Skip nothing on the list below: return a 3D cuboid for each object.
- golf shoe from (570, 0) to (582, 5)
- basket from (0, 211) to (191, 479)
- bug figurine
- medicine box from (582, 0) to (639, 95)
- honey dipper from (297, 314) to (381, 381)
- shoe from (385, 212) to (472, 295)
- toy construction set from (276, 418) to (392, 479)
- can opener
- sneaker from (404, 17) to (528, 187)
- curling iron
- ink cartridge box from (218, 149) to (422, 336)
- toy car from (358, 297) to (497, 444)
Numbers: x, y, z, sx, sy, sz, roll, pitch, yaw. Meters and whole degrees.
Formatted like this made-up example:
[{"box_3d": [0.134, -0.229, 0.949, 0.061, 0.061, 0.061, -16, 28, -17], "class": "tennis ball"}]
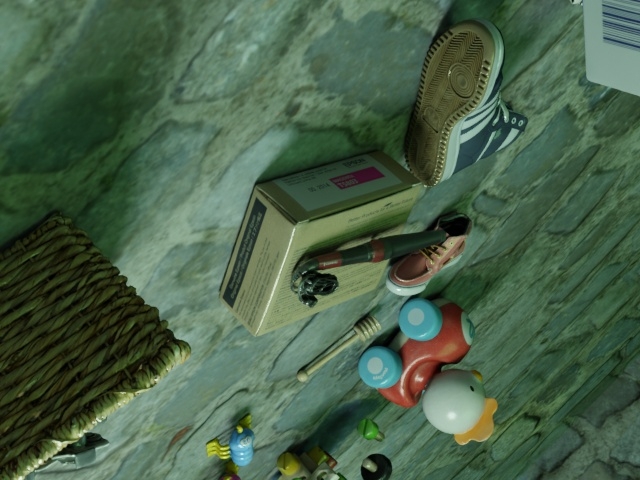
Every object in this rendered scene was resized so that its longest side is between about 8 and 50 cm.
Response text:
[{"box_3d": [0.373, -0.353, 1.476, 0.086, 0.067, 0.186, -45, 144, 7], "class": "golf shoe"}, {"box_3d": [-0.287, 0.167, 1.060, 0.299, 0.223, 0.213, -37, 152, -19], "class": "basket"}, {"box_3d": [-0.195, 0.399, 1.673, 0.279, 0.072, 0.216, -35, 151, -22], "class": "bug figurine"}, {"box_3d": [0.473, -0.369, 1.389, 0.289, 0.149, 0.263, -46, 141, -26], "class": "medicine box"}, {"box_3d": [0.027, 0.176, 1.740, 0.161, 0.030, 0.030, -34, 151, -16], "class": "honey dipper"}, {"box_3d": [0.172, 0.017, 1.696, 0.178, 0.063, 0.081, -30, 148, -40], "class": "shoe"}, {"box_3d": [-0.041, 0.460, 1.883, 0.309, 0.257, 0.237, -30, 138, 17], "class": "toy construction set"}, {"box_3d": [-0.367, 0.241, 1.238, 0.283, 0.076, 0.095, -8, 98, -49], "class": "can opener"}, {"box_3d": [0.212, -0.196, 1.413, 0.153, 0.099, 0.282, -25, 153, -27], "class": "sneaker"}, {"box_3d": [0.064, 0.021, 1.378, 0.274, 0.035, 0.068, -21, 147, -40], "class": "curling iron"}, {"box_3d": [0.000, 0.000, 1.392, 0.235, 0.088, 0.193, -18, 140, -42], "class": "ink cartridge box"}, {"box_3d": [0.229, 0.244, 1.887, 0.210, 0.238, 0.219, -51, 153, 8], "class": "toy car"}]
